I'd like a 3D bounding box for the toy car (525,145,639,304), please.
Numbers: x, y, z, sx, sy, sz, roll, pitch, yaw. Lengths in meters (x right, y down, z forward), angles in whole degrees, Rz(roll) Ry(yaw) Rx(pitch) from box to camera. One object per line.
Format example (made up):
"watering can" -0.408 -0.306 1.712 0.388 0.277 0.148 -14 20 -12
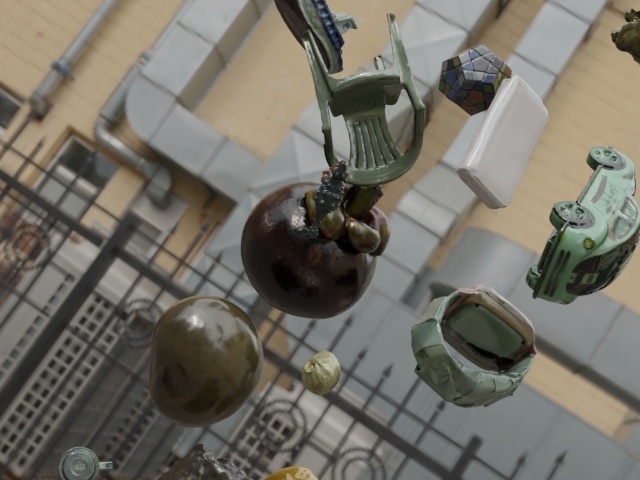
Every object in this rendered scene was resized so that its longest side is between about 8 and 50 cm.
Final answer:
"toy car" 0.401 -0.018 1.375 0.125 0.306 0.136 27 -49 18

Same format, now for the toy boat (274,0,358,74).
"toy boat" -0.004 -0.465 1.936 0.262 0.115 0.114 53 -15 -31

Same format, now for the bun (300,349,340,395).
"bun" -0.004 0.248 1.780 0.054 0.086 0.086 24 -1 -35

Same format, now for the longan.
"longan" -0.216 0.216 1.747 0.215 0.246 0.246 -6 -32 32

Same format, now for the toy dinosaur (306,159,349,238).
"toy dinosaur" 0.012 -0.068 1.557 0.049 0.154 0.055 18 28 -11

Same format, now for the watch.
"watch" 0.298 0.218 1.860 0.253 0.162 0.241 37 36 -9

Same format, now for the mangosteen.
"mangosteen" 0.000 0.000 1.988 0.306 0.347 0.307 30 39 -28

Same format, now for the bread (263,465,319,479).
"bread" -0.041 0.518 1.713 0.217 0.147 0.098 54 3 29

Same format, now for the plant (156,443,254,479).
"plant" -0.217 0.489 1.558 0.199 0.276 0.188 43 -6 -35

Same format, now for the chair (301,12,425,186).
"chair" 0.088 -0.272 1.877 0.190 0.203 0.275 86 -8 -66

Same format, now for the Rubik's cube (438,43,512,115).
"Rubik's cube" 0.232 -0.240 1.418 0.111 0.111 0.093 34 -16 9

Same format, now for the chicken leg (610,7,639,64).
"chicken leg" 0.696 -0.268 1.834 0.429 0.201 0.152 62 9 9

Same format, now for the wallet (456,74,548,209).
"wallet" 0.252 -0.135 1.287 0.095 0.190 0.033 44 -30 -25

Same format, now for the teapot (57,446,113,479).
"teapot" -0.384 0.368 1.535 0.088 0.066 0.057 0 -14 -22
